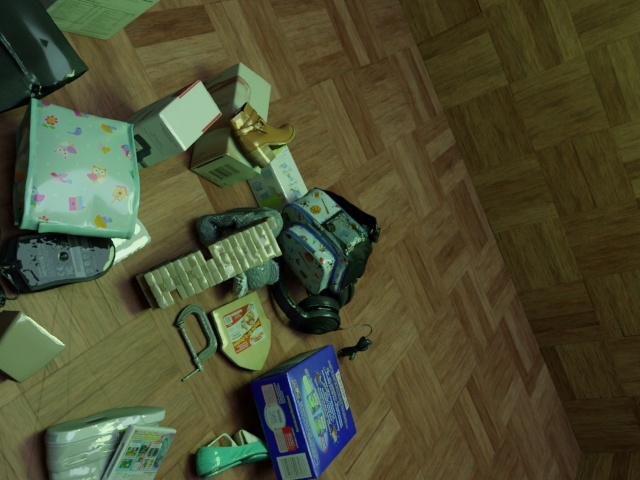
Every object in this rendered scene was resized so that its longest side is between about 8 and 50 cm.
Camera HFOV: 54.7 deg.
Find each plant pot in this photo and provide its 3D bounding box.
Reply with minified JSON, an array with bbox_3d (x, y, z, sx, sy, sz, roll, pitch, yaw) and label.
[{"bbox_3d":[-0.559,0.200,1.137,0.109,0.109,0.096,50,56,-28],"label":"plant pot"}]

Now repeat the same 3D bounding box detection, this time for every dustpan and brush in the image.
[{"bbox_3d":[-0.487,-0.057,1.366,0.147,0.060,0.211,-38,114,-39],"label":"dustpan and brush"}]

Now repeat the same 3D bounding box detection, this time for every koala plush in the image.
[{"bbox_3d":[-0.185,0.031,1.613,0.196,0.203,0.221,-19,106,-57],"label":"koala plush"}]

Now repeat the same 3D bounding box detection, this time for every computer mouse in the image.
[{"bbox_3d":[-0.552,0.032,1.237,0.272,0.072,0.188,-6,84,-40],"label":"computer mouse"}]

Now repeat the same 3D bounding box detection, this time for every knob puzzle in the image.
[{"bbox_3d":[-0.200,0.251,1.624,0.213,0.030,0.213,24,58,-46],"label":"knob puzzle"}]

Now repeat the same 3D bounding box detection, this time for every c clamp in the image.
[{"bbox_3d":[-0.306,0.239,1.500,0.137,0.022,0.160,-24,97,-52],"label":"c clamp"}]

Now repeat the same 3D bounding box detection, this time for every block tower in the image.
[{"bbox_3d":[-0.251,0.052,1.437,0.336,0.091,0.097,-27,101,-15],"label":"block tower"}]

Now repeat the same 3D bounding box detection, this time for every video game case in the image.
[{"bbox_3d":[-0.370,0.446,1.256,0.143,0.019,0.157,-65,155,-10],"label":"video game case"}]

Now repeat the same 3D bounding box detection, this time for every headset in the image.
[{"bbox_3d":[-0.001,0.198,1.846,0.394,0.185,0.243,43,41,-13],"label":"headset"}]

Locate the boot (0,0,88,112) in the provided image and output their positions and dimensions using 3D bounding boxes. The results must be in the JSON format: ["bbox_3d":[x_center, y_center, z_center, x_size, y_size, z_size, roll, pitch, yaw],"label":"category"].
[{"bbox_3d":[-0.595,-0.516,1.202,0.445,0.367,0.146,61,-5,-10],"label":"boot"}]

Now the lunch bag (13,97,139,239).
[{"bbox_3d":[-0.490,-0.122,1.244,0.223,0.160,0.262,9,58,-37],"label":"lunch bag"}]

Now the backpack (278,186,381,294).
[{"bbox_3d":[0.000,0.000,1.708,0.213,0.276,0.263,-26,66,-27],"label":"backpack"}]

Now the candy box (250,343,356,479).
[{"bbox_3d":[-0.034,0.445,1.630,0.317,0.122,0.268,-9,82,-67],"label":"candy box"}]

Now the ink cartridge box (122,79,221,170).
[{"bbox_3d":[-0.373,-0.255,1.426,0.100,0.237,0.172,57,40,-24],"label":"ink cartridge box"}]

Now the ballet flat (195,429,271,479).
[{"bbox_3d":[-0.201,0.503,1.491,0.247,0.083,0.087,7,57,-52],"label":"ballet flat"}]

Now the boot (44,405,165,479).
[{"bbox_3d":[-0.427,0.415,1.243,0.258,0.095,0.123,0,89,-49],"label":"boot"}]

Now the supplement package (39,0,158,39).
[{"bbox_3d":[-0.502,-0.606,1.371,0.198,0.263,0.199,-6,82,-52],"label":"supplement package"}]

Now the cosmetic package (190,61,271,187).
[{"bbox_3d":[-0.242,-0.312,1.684,0.129,0.153,0.296,30,53,-43],"label":"cosmetic package"}]

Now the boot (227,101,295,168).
[{"bbox_3d":[-0.151,-0.297,1.615,0.152,0.073,0.197,53,39,-20],"label":"boot"}]

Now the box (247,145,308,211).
[{"bbox_3d":[-0.139,-0.190,1.797,0.103,0.114,0.203,-36,105,-50],"label":"box"}]
